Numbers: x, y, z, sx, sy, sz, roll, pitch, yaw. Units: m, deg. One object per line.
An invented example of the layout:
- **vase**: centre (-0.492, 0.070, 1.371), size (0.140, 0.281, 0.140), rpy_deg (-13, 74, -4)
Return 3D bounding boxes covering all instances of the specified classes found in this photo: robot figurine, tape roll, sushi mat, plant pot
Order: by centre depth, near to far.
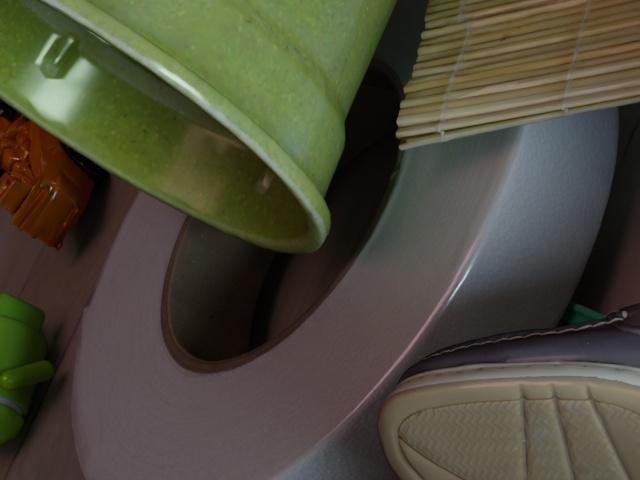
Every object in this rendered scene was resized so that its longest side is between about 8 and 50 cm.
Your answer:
- **sushi mat**: centre (0.186, -0.126, 0.857), size (0.316, 0.019, 0.151), rpy_deg (-10, 45, 28)
- **plant pot**: centre (-0.053, -0.173, 0.943), size (0.276, 0.276, 0.254), rpy_deg (12, 67, 56)
- **tape roll**: centre (0.000, 0.000, 1.031), size (0.392, 0.072, 0.392), rpy_deg (-36, 35, 31)
- **robot figurine**: centre (-0.239, 0.098, 1.297), size (0.101, 0.067, 0.115), rpy_deg (-16, 52, 48)
- **robot figurine**: centre (-0.207, -0.131, 1.425), size (0.211, 0.085, 0.291), rpy_deg (-48, 34, 15)

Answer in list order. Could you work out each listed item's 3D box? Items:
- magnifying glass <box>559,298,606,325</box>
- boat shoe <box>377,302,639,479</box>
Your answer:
- **magnifying glass**: centre (0.146, 0.060, 0.851), size (0.231, 0.026, 0.092), rpy_deg (-14, 52, 47)
- **boat shoe**: centre (0.166, 0.064, 0.708), size (0.285, 0.103, 0.092), rpy_deg (-5, 37, 23)
